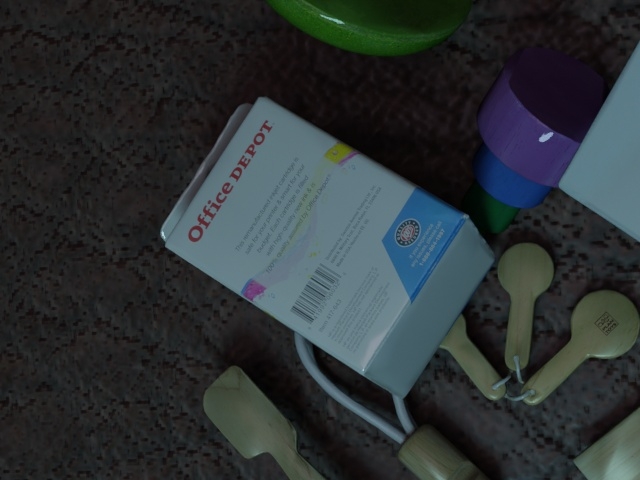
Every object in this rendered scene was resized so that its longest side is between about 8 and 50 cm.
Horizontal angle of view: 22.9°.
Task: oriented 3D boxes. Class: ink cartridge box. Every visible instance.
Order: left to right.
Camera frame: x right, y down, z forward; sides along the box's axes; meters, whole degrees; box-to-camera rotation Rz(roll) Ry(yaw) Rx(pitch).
[{"bbox_3d":[0.000,0.000,0.802,0.143,0.090,0.092,33,87,21],"label":"ink cartridge box"}]

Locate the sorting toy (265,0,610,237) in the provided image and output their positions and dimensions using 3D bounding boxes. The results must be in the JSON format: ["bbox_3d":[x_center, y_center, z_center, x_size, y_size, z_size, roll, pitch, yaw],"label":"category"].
[{"bbox_3d":[-0.021,-0.123,0.828,0.365,0.127,0.126,38,132,9],"label":"sorting toy"}]

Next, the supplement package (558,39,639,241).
[{"bbox_3d":[0.282,-0.038,0.630,0.263,0.198,0.199,38,114,26],"label":"supplement package"}]

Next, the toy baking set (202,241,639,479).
[{"bbox_3d":[0.074,0.111,0.834,0.256,0.030,0.196,-15,83,11],"label":"toy baking set"}]
